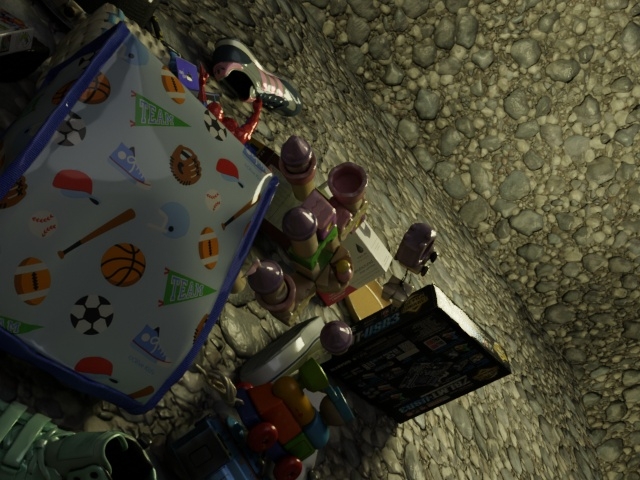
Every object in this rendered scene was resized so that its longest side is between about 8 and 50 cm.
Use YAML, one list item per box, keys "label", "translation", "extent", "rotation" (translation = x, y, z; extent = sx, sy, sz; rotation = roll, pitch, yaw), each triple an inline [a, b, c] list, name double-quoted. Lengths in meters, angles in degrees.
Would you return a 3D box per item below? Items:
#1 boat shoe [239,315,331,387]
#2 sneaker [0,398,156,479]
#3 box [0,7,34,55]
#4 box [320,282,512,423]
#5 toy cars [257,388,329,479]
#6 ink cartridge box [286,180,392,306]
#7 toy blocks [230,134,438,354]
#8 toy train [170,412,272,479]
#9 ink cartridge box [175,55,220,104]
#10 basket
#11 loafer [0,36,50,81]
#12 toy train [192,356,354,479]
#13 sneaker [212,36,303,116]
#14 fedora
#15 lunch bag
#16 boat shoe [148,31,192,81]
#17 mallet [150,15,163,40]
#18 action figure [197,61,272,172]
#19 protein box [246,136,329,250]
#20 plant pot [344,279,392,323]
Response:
- label: "boat shoe"
  translation: [-0.043, 0.217, 1.143]
  extent: [0.094, 0.109, 0.302]
  rotation: [62, 23, 1]
- label: "sneaker"
  translation: [-0.285, 0.200, 0.647]
  extent: [0.256, 0.151, 0.094]
  rotation: [45, 28, -22]
- label: "box"
  translation: [-0.523, -0.321, 0.877]
  extent: [0.207, 0.036, 0.114]
  rotation: [31, 32, 4]
- label: "box"
  translation: [0.196, 0.248, 1.319]
  extent: [0.293, 0.296, 0.073]
  rotation: [39, 31, -33]
- label: "toy cars"
  translation: [-0.006, 0.418, 0.973]
  extent: [0.177, 0.087, 0.393]
  rotation: [-18, 70, -28]
- label: "ink cartridge box"
  translation: [0.023, 0.004, 1.450]
  extent: [0.237, 0.172, 0.100]
  rotation: [53, 24, -7]
- label: "toy blocks"
  translation: [0.000, 0.000, 1.007]
  extent: [0.309, 0.288, 0.260]
  rotation: [31, -18, 16]
- label: "toy train"
  translation: [-0.124, 0.322, 0.862]
  extent: [0.184, 0.080, 0.105]
  rotation: [57, 5, 9]
- label: "ink cartridge box"
  translation: [-0.206, -0.209, 1.102]
  extent: [0.206, 0.045, 0.208]
  rotation: [-99, -175, -78]
- label: "basket"
  translation: [-0.314, -0.228, 1.071]
  extent: [0.289, 0.201, 0.254]
  rotation: [44, 23, -33]
- label: "loafer"
  translation: [-0.502, -0.292, 0.945]
  extent: [0.078, 0.080, 0.220]
  rotation: [55, 25, 0]
- label: "toy train"
  translation: [-0.053, 0.209, 0.864]
  extent: [0.105, 0.143, 0.248]
  rotation: [47, -14, 52]
- label: "sneaker"
  translation: [-0.172, -0.402, 1.710]
  extent: [0.319, 0.112, 0.131]
  rotation: [31, 51, -40]
- label: "fedora"
  translation: [-0.443, -0.538, 1.279]
  extent: [0.334, 0.153, 0.334]
  rotation: [43, 27, -28]
- label: "lunch bag"
  translation: [-0.279, -0.014, 0.816]
  extent: [0.328, 0.239, 0.385]
  rotation: [42, 50, -33]
- label: "boat shoe"
  translation: [-0.343, -0.354, 1.263]
  extent: [0.340, 0.127, 0.113]
  rotation: [26, 40, -53]
- label: "mallet"
  translation: [-0.365, -0.459, 1.476]
  extent: [0.062, 0.039, 0.189]
  rotation: [32, 30, -44]
- label: "action figure"
  translation: [-0.136, -0.183, 1.021]
  extent: [0.280, 0.092, 0.138]
  rotation: [64, 30, -78]
- label: "protein box"
  translation: [-0.104, -0.095, 1.288]
  extent: [0.201, 0.136, 0.200]
  rotation: [39, 0, -34]
- label: "plant pot"
  translation: [0.128, 0.177, 1.605]
  extent: [0.236, 0.032, 0.236]
  rotation: [43, 26, -27]
